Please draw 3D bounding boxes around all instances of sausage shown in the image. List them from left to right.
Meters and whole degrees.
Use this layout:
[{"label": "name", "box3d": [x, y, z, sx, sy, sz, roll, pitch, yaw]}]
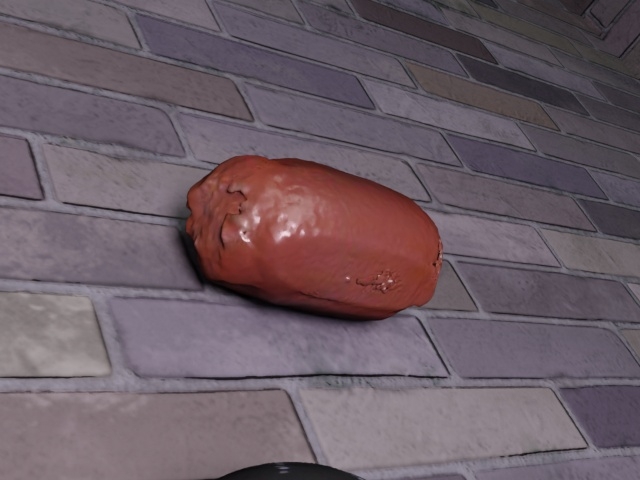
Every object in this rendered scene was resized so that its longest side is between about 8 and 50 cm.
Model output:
[{"label": "sausage", "box3d": [0.000, 0.000, 0.893, 0.280, 0.152, 0.152, 14, 39, -33]}]

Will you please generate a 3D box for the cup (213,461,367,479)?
[{"label": "cup", "box3d": [-0.046, 0.240, 0.542, 0.223, 0.169, 0.176, 7, 48, -17]}]
